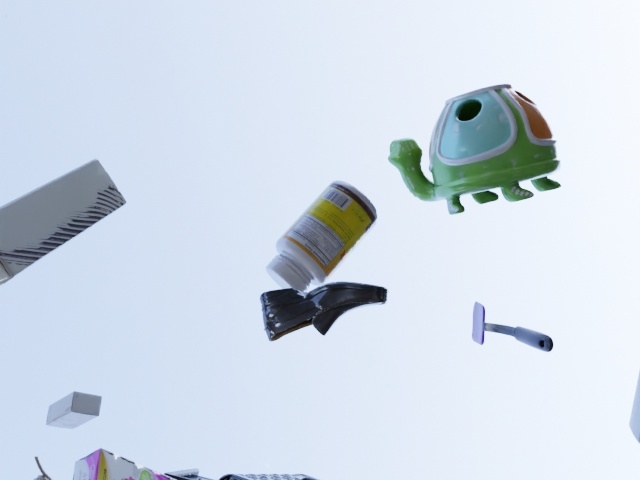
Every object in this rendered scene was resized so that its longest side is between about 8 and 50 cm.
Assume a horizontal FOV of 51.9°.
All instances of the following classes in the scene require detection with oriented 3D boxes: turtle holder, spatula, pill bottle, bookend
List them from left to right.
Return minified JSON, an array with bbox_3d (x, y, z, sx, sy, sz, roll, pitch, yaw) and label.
[{"bbox_3d":[-0.260,0.578,1.501,0.156,0.157,0.073,40,-121,-66],"label":"bookend"},{"bbox_3d":[0.000,0.000,1.204,0.215,0.117,0.117,-48,-59,-15],"label":"pill bottle"},{"bbox_3d":[0.324,-0.185,1.355,0.243,0.320,0.228,-16,-86,-31],"label":"turtle holder"},{"bbox_3d":[0.345,0.167,1.224,0.030,0.296,0.084,2,-89,-16],"label":"spatula"}]

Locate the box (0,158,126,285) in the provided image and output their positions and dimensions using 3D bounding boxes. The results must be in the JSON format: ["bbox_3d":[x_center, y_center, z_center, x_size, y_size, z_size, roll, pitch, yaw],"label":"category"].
[{"bbox_3d":[-0.430,-0.025,1.004,0.113,0.275,0.094,-24,-75,30],"label":"box"}]

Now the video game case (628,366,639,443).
[{"bbox_3d":[0.319,0.056,0.449,0.193,0.023,0.213,-15,-48,2],"label":"video game case"}]

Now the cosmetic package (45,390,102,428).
[{"bbox_3d":[-0.480,0.331,1.279,0.060,0.041,0.115,22,-38,-36],"label":"cosmetic package"}]

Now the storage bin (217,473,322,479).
[{"bbox_3d":[-0.025,0.270,0.473,0.084,0.122,0.180,22,-107,-46],"label":"storage bin"}]

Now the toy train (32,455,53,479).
[{"bbox_3d":[-0.401,0.397,0.895,0.143,0.105,0.248,-21,-57,-10],"label":"toy train"}]

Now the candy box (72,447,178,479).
[{"bbox_3d":[-0.321,0.479,1.139,0.071,0.159,0.233,-31,-48,19],"label":"candy box"}]

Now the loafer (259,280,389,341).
[{"bbox_3d":[0.005,0.087,0.812,0.062,0.169,0.061,26,-122,-59],"label":"loafer"}]
